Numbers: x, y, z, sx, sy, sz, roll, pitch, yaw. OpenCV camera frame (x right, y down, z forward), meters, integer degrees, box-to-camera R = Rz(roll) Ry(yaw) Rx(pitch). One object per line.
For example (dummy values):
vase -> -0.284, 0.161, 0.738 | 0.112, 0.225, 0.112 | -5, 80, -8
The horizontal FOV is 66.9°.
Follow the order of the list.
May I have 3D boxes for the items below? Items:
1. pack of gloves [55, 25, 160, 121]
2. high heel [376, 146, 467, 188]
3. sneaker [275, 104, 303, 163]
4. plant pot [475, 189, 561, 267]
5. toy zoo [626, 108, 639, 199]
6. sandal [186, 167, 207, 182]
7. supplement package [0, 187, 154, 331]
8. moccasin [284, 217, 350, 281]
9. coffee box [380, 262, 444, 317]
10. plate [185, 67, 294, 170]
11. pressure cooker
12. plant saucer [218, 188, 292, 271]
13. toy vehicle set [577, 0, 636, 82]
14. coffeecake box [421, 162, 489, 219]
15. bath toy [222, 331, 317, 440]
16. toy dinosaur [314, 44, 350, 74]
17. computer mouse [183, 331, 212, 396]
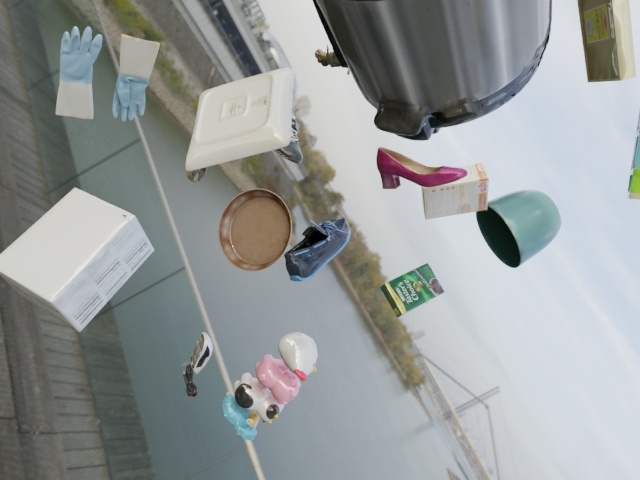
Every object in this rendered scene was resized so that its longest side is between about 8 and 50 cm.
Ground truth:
pack of gloves -> -0.497, -0.384, 1.121 | 0.195, 0.232, 0.046 | 0, 49, -33
high heel -> 0.269, -0.207, 1.306 | 0.082, 0.244, 0.117 | -35, 119, -51
sneaker -> -0.143, -0.434, 1.805 | 0.122, 0.146, 0.331 | 4, 47, -54
plant pot -> 0.815, -0.070, 1.957 | 0.293, 0.235, 0.293 | 63, -3, 6
toy zoo -> 0.764, -0.246, 1.144 | 0.192, 0.030, 0.294 | -10, 106, -59
sandal -> -0.331, -0.245, 1.359 | 0.049, 0.180, 0.072 | 16, -20, 27
supplement package -> -0.575, 0.038, 1.145 | 0.204, 0.262, 0.145 | 23, -32, 19
moccasin -> 0.000, 0.000, 1.590 | 0.342, 0.137, 0.117 | -51, 124, -50
coffee box -> 0.290, 0.155, 1.523 | 0.113, 0.184, 0.040 | 63, -26, 15
plate -> -0.202, -0.313, 1.192 | 0.045, 0.277, 0.277 | 59, 26, -51
pressure cooker -> 0.193, -0.397, 0.816 | 0.420, 0.369, 0.376 | 46, 21, -55
plant saucer -> -0.129, -0.020, 0.985 | 0.169, 0.168, 0.029 | 62, 16, 17
toy vehicle set -> 0.656, -0.505, 1.121 | 0.166, 0.035, 0.267 | -77, 152, -72
coffeecake box -> 0.395, -0.143, 1.432 | 0.142, 0.185, 0.068 | 69, 15, -51
bath toy -> -0.122, 0.393, 1.301 | 0.151, 0.348, 0.129 | 23, 30, -33
toy dinosaur -> 0.062, -0.551, 1.405 | 0.064, 0.118, 0.268 | 14, 19, -26
computer mouse -> -0.354, 0.355, 1.424 | 0.042, 0.193, 0.106 | 14, 25, -30
